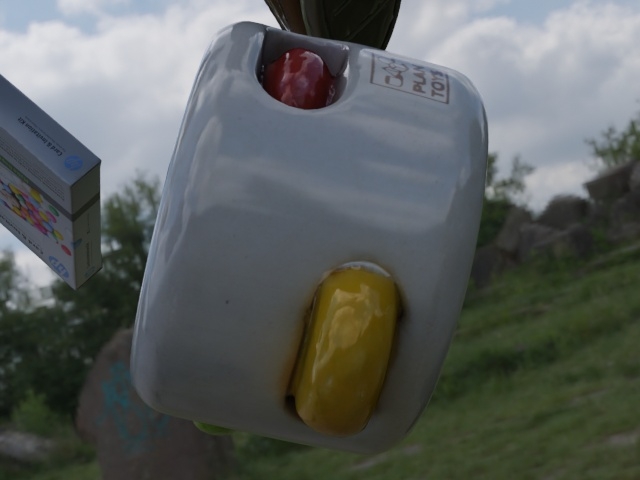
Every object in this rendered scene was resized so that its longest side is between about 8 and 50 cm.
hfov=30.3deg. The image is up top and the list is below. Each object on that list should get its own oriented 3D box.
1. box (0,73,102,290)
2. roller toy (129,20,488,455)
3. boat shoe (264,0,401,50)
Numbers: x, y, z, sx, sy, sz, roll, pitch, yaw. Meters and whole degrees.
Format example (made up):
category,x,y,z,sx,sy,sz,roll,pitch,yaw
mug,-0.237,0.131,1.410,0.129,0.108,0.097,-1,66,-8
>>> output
category,x,y,z,sx,sy,sz,roll,pitch,yaw
box,-0.247,-0.053,0.998,0.038,0.145,0.186,-44,-12,-26
roller toy,0.000,0.000,0.562,0.146,0.191,0.209,13,-14,-3
boat shoe,-0.023,-0.229,0.764,0.104,0.110,0.307,22,-28,27
